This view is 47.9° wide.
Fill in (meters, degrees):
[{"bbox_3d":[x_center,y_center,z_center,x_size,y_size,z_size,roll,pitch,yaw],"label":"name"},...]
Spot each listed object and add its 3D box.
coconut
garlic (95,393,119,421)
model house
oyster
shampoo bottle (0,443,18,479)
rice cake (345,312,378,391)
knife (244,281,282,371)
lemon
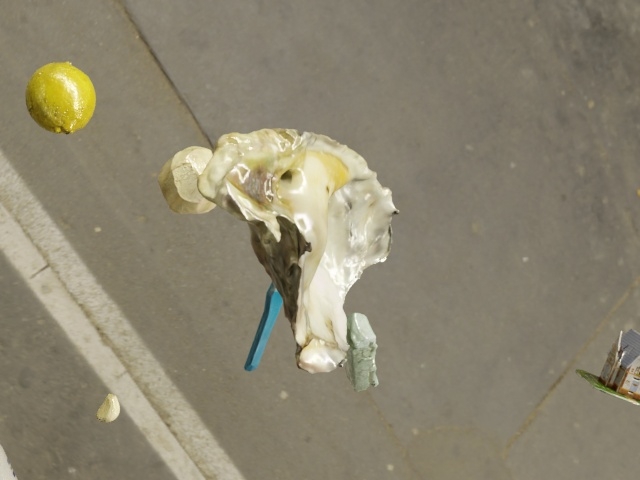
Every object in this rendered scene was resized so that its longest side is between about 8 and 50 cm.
[{"bbox_3d":[-0.355,-0.160,1.982,0.194,0.194,0.195,4,83,-33],"label":"coconut"},{"bbox_3d":[-0.545,0.437,1.857,0.041,0.053,0.083,6,118,-57],"label":"garlic"},{"bbox_3d":[0.460,0.184,1.009,0.166,0.117,0.088,21,96,4],"label":"model house"},{"bbox_3d":[-0.010,0.001,0.675,0.275,0.100,0.271,-54,133,-57],"label":"oyster"},{"bbox_3d":[-0.479,0.226,0.920,0.092,0.092,0.303,-26,100,-33],"label":"shampoo bottle"},{"bbox_3d":[0.078,0.231,1.439,0.062,0.336,0.066,-23,65,-6],"label":"rice cake"},{"bbox_3d":[-0.110,0.162,1.479,0.044,0.026,0.297,-4,130,-37],"label":"knife"},{"bbox_3d":[-0.675,-0.367,1.878,0.173,0.173,0.206,2,63,-34],"label":"lemon"}]
